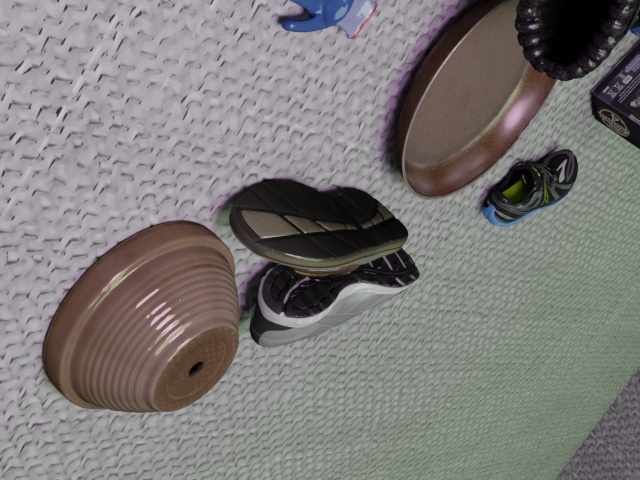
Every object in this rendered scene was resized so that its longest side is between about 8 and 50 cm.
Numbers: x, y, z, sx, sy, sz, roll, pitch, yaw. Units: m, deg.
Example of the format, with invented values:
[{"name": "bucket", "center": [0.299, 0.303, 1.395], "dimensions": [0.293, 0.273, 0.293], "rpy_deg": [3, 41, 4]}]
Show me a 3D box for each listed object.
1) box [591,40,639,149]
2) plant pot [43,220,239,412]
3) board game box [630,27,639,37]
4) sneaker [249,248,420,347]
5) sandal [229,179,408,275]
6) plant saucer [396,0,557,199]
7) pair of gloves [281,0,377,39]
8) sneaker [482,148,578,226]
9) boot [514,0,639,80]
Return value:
[{"name": "box", "center": [0.661, -0.260, 1.792], "dimensions": [0.395, 0.318, 0.097], "rpy_deg": [-47, 152, -7]}, {"name": "plant pot", "center": [-0.166, 0.105, 1.262], "dimensions": [0.237, 0.110, 0.237], "rpy_deg": [-35, 150, -24]}, {"name": "board game box", "center": [0.513, -0.402, 1.688], "dimensions": [0.210, 0.047, 0.160], "rpy_deg": [-52, 152, 4]}, {"name": "sneaker", "center": [0.015, 0.061, 1.502], "dimensions": [0.272, 0.100, 0.108], "rpy_deg": [-18, 153, -40]}, {"name": "sandal", "center": [0.002, 0.001, 1.378], "dimensions": [0.086, 0.120, 0.303], "rpy_deg": [-46, 156, 24]}, {"name": "plant saucer", "center": [0.199, -0.191, 1.491], "dimensions": [0.311, 0.050, 0.310], "rpy_deg": [-36, 149, -26]}, {"name": "pair of gloves", "center": [0.033, -0.282, 1.166], "dimensions": [0.198, 0.023, 0.159], "rpy_deg": [-54, 151, 8]}, {"name": "sneaker", "center": [0.326, -0.086, 1.785], "dimensions": [0.188, 0.067, 0.078], "rpy_deg": [-31, 153, -27]}, {"name": "boot", "center": [0.325, -0.360, 1.270], "dimensions": [0.260, 0.131, 0.347], "rpy_deg": [-32, 131, -50]}]
